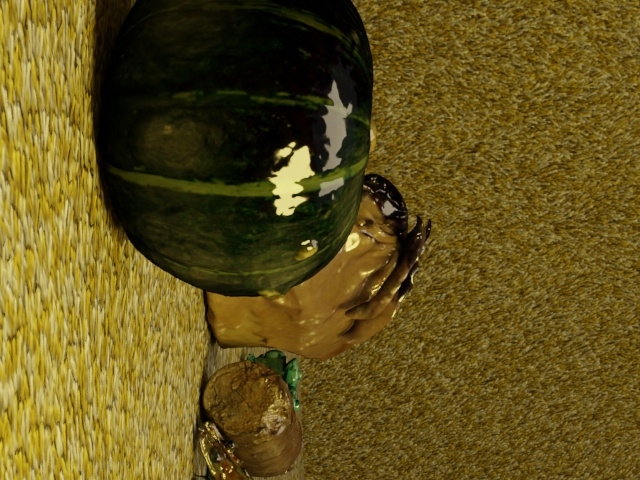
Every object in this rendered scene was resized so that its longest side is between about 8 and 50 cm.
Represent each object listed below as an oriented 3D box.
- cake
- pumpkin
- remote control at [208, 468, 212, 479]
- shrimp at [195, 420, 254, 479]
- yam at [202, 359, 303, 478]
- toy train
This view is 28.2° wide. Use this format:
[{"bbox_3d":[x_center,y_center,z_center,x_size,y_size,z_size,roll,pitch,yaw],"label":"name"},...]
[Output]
[{"bbox_3d":[0.001,0.005,1.861,0.332,0.321,0.332,1,90,-85],"label":"cake"},{"bbox_3d":[-0.069,-0.106,1.182,0.323,0.241,0.323,1,90,-85],"label":"pumpkin"},{"bbox_3d":[-0.150,0.346,1.865,0.124,0.018,0.053,85,5,-63],"label":"remote control"},{"bbox_3d":[-0.118,0.382,1.724,0.058,0.169,0.296,-38,102,-52],"label":"shrimp"},{"bbox_3d":[-0.097,0.256,1.815,0.238,0.129,0.128,78,-6,-66],"label":"yam"},{"bbox_3d":[-0.092,0.290,2.229,0.198,0.107,0.154,-86,-177,-53],"label":"toy train"}]
